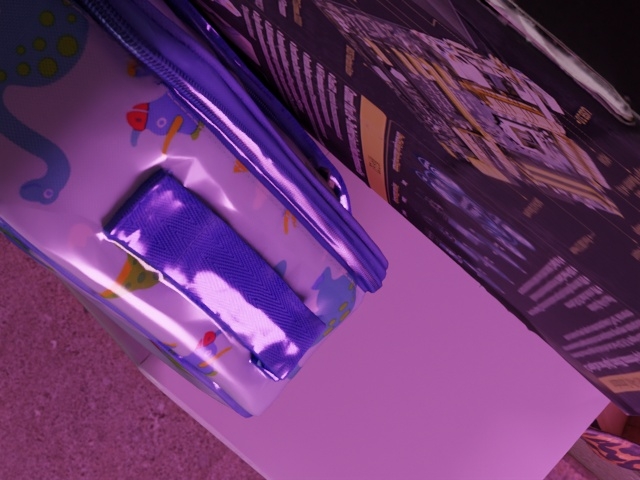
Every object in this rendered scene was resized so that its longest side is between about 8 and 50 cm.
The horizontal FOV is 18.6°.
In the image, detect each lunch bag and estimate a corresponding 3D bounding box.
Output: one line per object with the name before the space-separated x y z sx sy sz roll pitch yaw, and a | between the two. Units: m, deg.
lunch bag | -0.076 -0.039 0.600 0.176 0.090 0.219 41 178 31

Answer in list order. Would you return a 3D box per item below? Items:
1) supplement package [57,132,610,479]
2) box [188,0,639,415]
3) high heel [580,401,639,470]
supplement package | 0.000 0.000 0.947 0.199 0.198 0.263 43 176 -29
box | 0.014 -0.088 0.503 0.318 0.097 0.395 43 177 5
high heel | 0.187 0.084 1.175 0.186 0.093 0.261 25 170 -3
